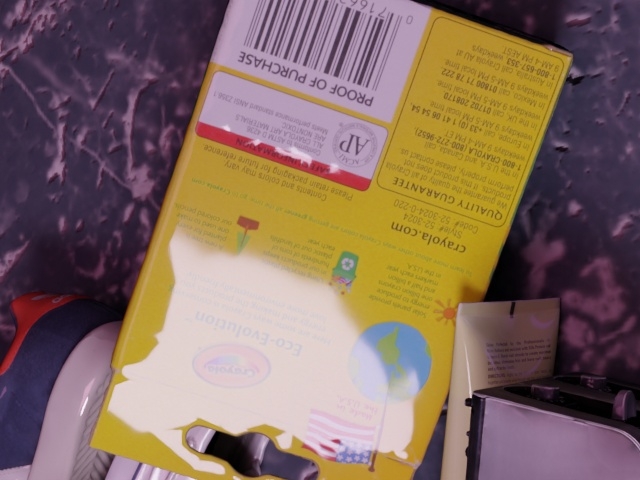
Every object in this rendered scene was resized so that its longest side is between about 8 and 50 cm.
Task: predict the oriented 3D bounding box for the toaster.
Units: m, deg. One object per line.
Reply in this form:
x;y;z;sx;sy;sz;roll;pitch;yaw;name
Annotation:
0.148;0.168;0.889;0.110;0.168;0.185;6;92;31;toaster

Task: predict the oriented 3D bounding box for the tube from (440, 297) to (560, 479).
0.103;0.153;0.973;0.062;0.070;0.240;6;98;5;tube

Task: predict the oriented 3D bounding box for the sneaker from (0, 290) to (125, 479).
-0.214;0.198;1.148;0.148;0.131;0.350;29;101;38;sneaker

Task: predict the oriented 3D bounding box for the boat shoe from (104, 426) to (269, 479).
-0.082;0.156;1.074;0.084;0.095;0.258;25;103;33;boat shoe

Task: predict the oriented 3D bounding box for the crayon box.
0.000;0.000;0.977;0.202;0.081;0.318;19;100;-5;crayon box
